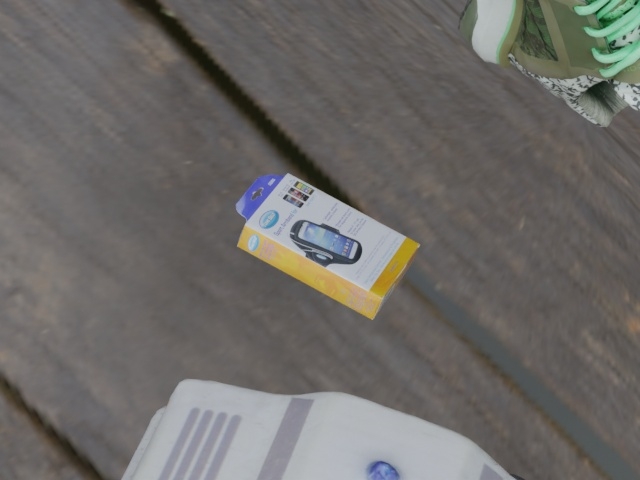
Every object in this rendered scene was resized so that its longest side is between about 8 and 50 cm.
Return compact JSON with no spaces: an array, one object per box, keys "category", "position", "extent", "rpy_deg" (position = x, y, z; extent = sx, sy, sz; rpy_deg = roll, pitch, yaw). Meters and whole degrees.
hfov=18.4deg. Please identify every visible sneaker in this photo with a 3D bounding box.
[{"category":"sneaker","position":[0.232,-0.196,1.599],"extent":[0.158,0.410,0.182],"rpy_deg":[-42,83,-5]}]

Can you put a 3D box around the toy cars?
[{"category":"toy cars","position":[0.072,0.169,0.656],"extent":[0.176,0.087,0.393],"rpy_deg":[-18,53,-30]}]

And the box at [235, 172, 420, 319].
[{"category":"box","position":[0.000,0.000,1.521],"extent":[0.136,0.081,0.028],"rpy_deg":[27,130,9]}]
